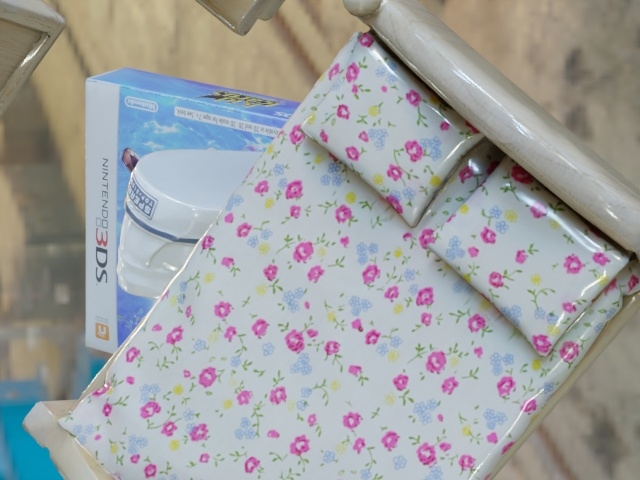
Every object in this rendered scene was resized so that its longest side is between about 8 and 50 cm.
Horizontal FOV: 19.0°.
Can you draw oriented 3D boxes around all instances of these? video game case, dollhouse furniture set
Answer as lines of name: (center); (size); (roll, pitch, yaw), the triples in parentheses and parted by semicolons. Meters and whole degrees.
video game case: (-0.077, 0.000, 1.583); (0.269, 0.061, 0.244); (14, 112, 31)
dollhouse furniture set: (-0.065, 0.052, 0.585); (0.355, 0.174, 0.303); (41, 101, 17)

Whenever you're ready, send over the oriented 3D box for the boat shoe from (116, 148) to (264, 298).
boat shoe: (0.000, 0.000, 1.129); (0.095, 0.258, 0.084); (-121, 43, -52)
